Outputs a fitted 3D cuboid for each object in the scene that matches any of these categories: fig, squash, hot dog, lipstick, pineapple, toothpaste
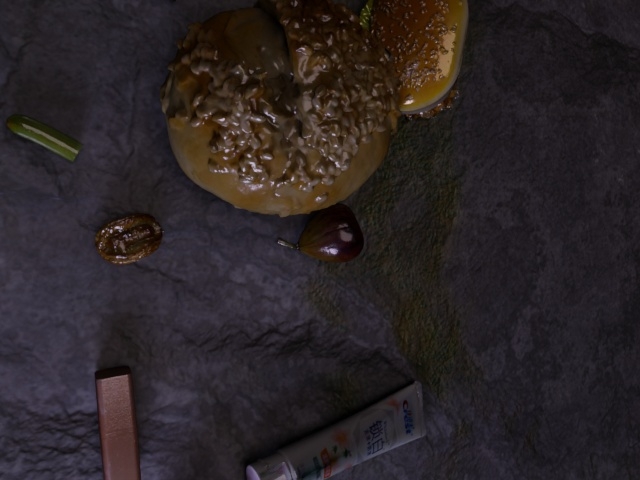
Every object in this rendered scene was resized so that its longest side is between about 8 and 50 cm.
[{"bbox_3d":[0.000,0.000,0.795,0.125,0.089,0.089,-20,101,0],"label":"fig"},{"bbox_3d":[-0.330,-0.125,0.640,0.083,0.027,0.027,29,78,-25],"label":"squash"},{"bbox_3d":[-0.243,-0.002,0.684,0.083,0.035,0.058,-24,99,-25],"label":"hot dog"},{"bbox_3d":[-0.256,0.237,0.678,0.045,0.045,0.145,-5,94,-25],"label":"lipstick"},{"bbox_3d":[0.186,-0.251,0.872,0.114,0.114,0.077,-6,75,-32],"label":"pineapple"},{"bbox_3d":[0.042,0.314,0.830,0.323,0.066,0.100,-13,98,-32],"label":"toothpaste"}]

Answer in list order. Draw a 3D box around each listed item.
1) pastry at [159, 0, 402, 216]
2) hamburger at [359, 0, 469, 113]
[{"bbox_3d":[-0.037,-0.173,0.684,0.315,0.184,0.285,-12,98,-16],"label":"pastry"},{"bbox_3d":[0.132,-0.295,0.804,0.116,0.173,0.210,14,87,-56],"label":"hamburger"}]
